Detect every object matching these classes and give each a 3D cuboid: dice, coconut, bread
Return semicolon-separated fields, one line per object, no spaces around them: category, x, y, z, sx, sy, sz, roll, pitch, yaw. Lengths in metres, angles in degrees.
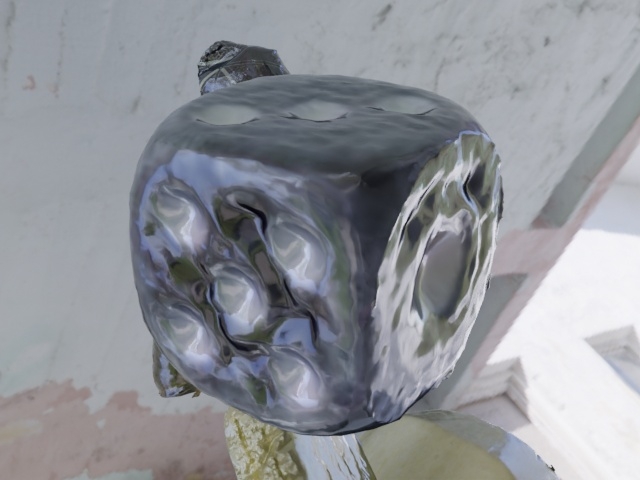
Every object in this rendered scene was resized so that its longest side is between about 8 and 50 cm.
dice;0.000;0.000;0.498;0.182;0.183;0.181;-32;-48;-50
coconut;0.123;0.354;0.863;0.323;0.323;0.323;-26;-36;-20
bread;-0.002;0.213;0.673;0.060;0.139;0.178;-35;-33;11

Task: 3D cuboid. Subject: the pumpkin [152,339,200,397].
pumpkin;-0.156;0.144;1.398;0.325;0.232;0.242;-12;-2;20

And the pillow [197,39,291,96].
pillow;-0.094;-0.220;1.394;0.162;0.335;0.092;-32;-4;-4
